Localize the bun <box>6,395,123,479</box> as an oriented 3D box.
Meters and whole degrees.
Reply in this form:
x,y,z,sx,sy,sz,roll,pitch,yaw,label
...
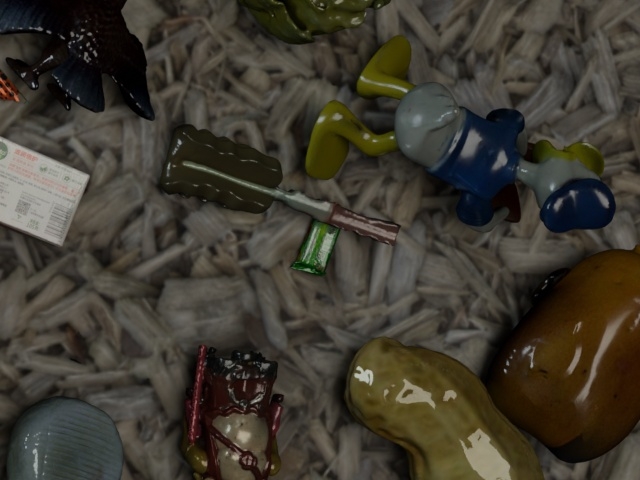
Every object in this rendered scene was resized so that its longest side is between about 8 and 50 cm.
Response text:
x,y,z,sx,sy,sz,roll,pitch,yaw,label
-0.284,0.239,1.839,0.141,0.083,0.141,13,71,-41,bun

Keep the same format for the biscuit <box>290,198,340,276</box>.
x,y,z,sx,sy,sz,roll,pitch,yaw,label
0.000,0.000,2.009,0.046,0.016,0.089,24,81,-22,biscuit

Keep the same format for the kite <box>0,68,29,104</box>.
x,y,z,sx,sy,sz,roll,pitch,yaw,label
-0.420,-0.212,1.813,0.222,0.008,0.125,0,89,-26,kite

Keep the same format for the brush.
x,y,z,sx,sy,sz,roll,pitch,yaw,label
-0.041,-0.053,1.959,0.301,0.071,0.084,18,93,-22,brush

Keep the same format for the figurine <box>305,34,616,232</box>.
x,y,z,sx,sy,sz,roll,pitch,yaw,label
0.198,-0.074,1.979,0.204,0.338,0.283,-60,147,-5,figurine

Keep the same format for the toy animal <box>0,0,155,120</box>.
x,y,z,sx,sy,sz,roll,pitch,yaw,label
-0.245,-0.226,1.832,0.218,0.116,0.179,32,77,-29,toy animal

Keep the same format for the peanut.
x,y,z,sx,sy,sz,roll,pitch,yaw,label
0.150,0.231,2.021,0.147,0.147,0.305,-44,107,-18,peanut

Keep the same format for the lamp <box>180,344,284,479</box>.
x,y,z,sx,sy,sz,roll,pitch,yaw,label
-0.102,0.249,1.915,0.118,0.118,0.253,8,86,-25,lamp

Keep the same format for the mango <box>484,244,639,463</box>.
x,y,z,sx,sy,sz,roll,pitch,yaw,label
0.340,0.137,2.100,0.201,0.152,0.287,38,78,-32,mango

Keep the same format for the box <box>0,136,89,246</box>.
x,y,z,sx,sy,sz,roll,pitch,yaw,label
-0.326,-0.054,1.839,0.125,0.043,0.089,25,81,-23,box

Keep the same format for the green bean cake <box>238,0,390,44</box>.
x,y,z,sx,sy,sz,roll,pitch,yaw,label
0.015,-0.404,1.907,0.310,0.202,0.285,-45,111,-17,green bean cake
